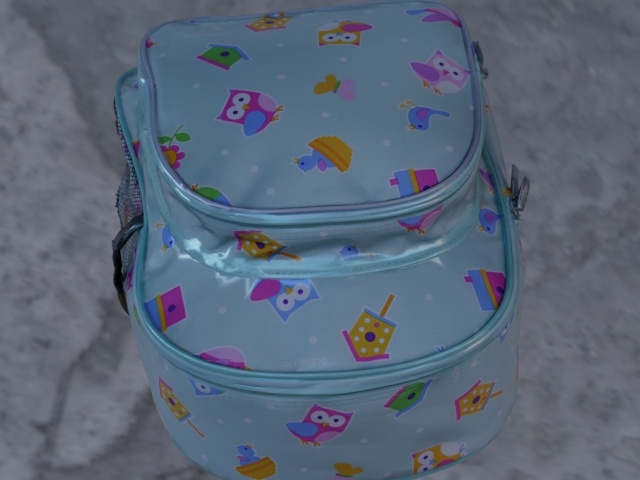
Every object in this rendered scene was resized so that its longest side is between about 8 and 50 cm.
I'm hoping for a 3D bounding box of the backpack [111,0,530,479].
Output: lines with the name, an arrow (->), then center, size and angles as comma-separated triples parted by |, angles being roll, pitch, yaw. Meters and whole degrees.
backpack -> 0.000, 0.000, 0.764 | 0.166, 0.144, 0.188 | -4, 54, -6
